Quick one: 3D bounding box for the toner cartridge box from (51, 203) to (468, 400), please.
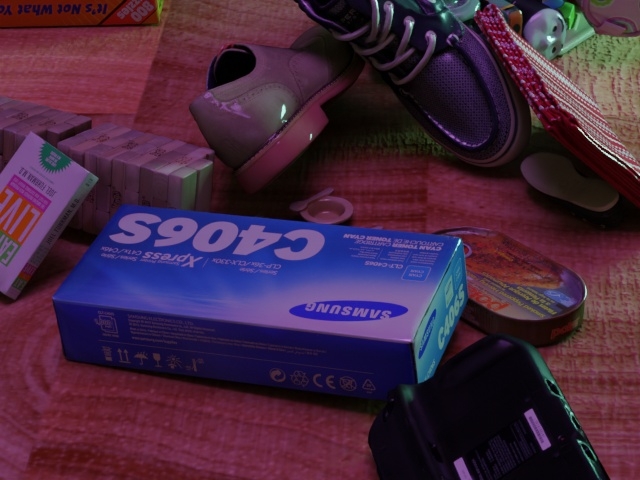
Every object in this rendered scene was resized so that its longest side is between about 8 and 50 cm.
[{"bbox_3d":[-0.054,0.053,1.807,0.348,0.075,0.165,6,37,19],"label":"toner cartridge box"}]

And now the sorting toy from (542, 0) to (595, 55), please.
[{"bbox_3d":[0.275,-0.299,2.422,0.193,0.038,0.208,26,41,38],"label":"sorting toy"}]

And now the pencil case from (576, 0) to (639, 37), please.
[{"bbox_3d":[0.322,-0.349,2.364,0.124,0.124,0.284,-10,34,-12],"label":"pencil case"}]

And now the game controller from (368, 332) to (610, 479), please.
[{"bbox_3d":[0.135,0.190,1.558,0.166,0.067,0.319,-28,30,4],"label":"game controller"}]

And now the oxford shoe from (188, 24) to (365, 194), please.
[{"bbox_3d":[-0.045,-0.178,2.107,0.123,0.130,0.348,-40,10,24],"label":"oxford shoe"}]

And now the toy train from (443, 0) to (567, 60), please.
[{"bbox_3d":[0.134,-0.277,2.292,0.190,0.142,0.334,-24,38,-28],"label":"toy train"}]

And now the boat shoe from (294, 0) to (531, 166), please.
[{"bbox_3d":[0.075,-0.212,2.085,0.340,0.127,0.158,52,30,20],"label":"boat shoe"}]

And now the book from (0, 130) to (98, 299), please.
[{"bbox_3d":[-0.290,-0.024,1.931,0.096,0.035,0.144,33,89,38],"label":"book"}]

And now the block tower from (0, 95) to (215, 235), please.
[{"bbox_3d":[-0.262,-0.074,2.024,0.335,0.097,0.091,17,25,25],"label":"block tower"}]

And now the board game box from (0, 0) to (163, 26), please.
[{"bbox_3d":[-0.376,-0.504,2.488,0.356,0.356,0.356,-1,32,1],"label":"board game box"}]

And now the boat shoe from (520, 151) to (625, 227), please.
[{"bbox_3d":[0.258,-0.051,2.021,0.049,0.042,0.133,-44,46,-15],"label":"boat shoe"}]

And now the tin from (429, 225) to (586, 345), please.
[{"bbox_3d":[0.169,0.043,1.877,0.106,0.040,0.190,-21,36,-35],"label":"tin"}]

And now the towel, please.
[{"bbox_3d":[0.266,-0.132,2.042,0.031,0.199,0.275,-45,31,14],"label":"towel"}]

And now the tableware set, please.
[{"bbox_3d":[0.000,0.000,1.970,0.141,0.020,0.169,-24,38,-31],"label":"tableware set"}]
